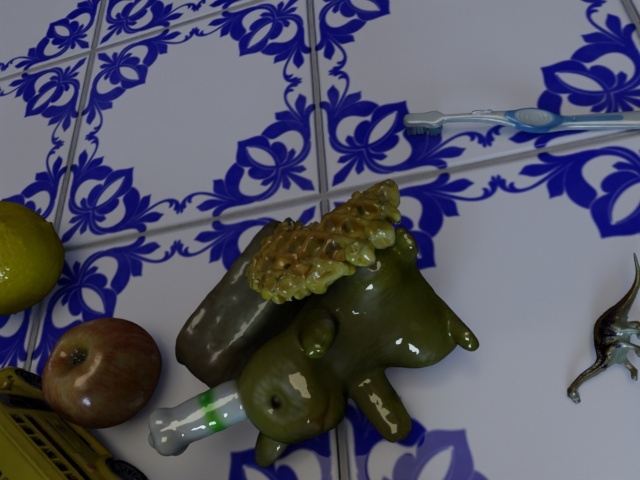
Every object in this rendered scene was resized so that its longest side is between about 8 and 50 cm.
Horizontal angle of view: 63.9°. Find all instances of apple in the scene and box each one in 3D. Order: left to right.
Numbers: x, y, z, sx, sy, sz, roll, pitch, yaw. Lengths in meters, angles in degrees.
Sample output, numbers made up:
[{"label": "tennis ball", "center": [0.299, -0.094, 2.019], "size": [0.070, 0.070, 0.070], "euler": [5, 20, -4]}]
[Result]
[{"label": "apple", "center": [-0.290, 0.174, 0.681], "size": [0.146, 0.131, 0.147], "euler": [-4, 59, 7]}]

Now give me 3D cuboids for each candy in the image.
[{"label": "candy", "center": [-0.085, 0.089, 0.679], "size": [0.104, 0.102, 0.234], "euler": [31, 74, 29]}]

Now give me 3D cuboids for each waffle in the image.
[{"label": "waffle", "center": [-0.002, -0.002, 0.557], "size": [0.194, 0.051, 0.149], "euler": [-26, 27, 27]}]

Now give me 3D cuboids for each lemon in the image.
[{"label": "lemon", "center": [-0.507, 0.032, 0.803], "size": [0.203, 0.178, 0.178], "euler": [-34, 59, -3]}]

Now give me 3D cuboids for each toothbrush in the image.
[{"label": "toothbrush", "center": [0.308, -0.170, 0.717], "size": [0.385, 0.040, 0.040], "euler": [2, 65, 19]}]

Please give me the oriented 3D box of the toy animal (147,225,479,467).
[{"label": "toy animal", "center": [0.001, 0.149, 0.570], "size": [0.363, 0.181, 0.180], "euler": [-45, 25, -14]}]

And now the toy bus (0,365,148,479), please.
[{"label": "toy bus", "center": [-0.375, 0.284, 0.646], "size": [0.331, 0.151, 0.145], "euler": [27, 77, 27]}]

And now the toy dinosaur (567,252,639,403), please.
[{"label": "toy dinosaur", "center": [0.336, 0.105, 0.570], "size": [0.058, 0.037, 0.180], "euler": [26, 75, 22]}]
